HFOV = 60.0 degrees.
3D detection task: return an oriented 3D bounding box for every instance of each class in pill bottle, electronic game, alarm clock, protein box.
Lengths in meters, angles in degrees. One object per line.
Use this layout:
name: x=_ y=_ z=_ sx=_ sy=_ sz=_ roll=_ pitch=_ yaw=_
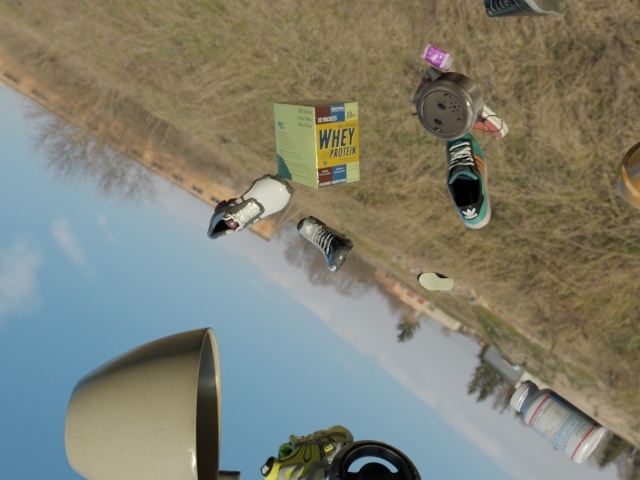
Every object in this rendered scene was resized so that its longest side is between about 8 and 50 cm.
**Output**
pill bottle: x=0.457 y=0.347 z=1.081 sx=0.160 sy=0.087 sz=0.087 roll=37 pitch=-177 yaw=39
electronic game: x=0.133 y=0.578 z=1.333 sx=0.229 sy=0.048 sz=0.229 roll=7 pitch=-148 yaw=-5
alarm clock: x=0.274 y=-0.261 z=1.114 sx=0.192 sy=0.064 sz=0.129 roll=25 pitch=138 yaw=19
protein box: x=-0.011 y=-0.260 z=1.449 sx=0.136 sy=0.201 sz=0.200 roll=-15 pitch=-158 yaw=-32

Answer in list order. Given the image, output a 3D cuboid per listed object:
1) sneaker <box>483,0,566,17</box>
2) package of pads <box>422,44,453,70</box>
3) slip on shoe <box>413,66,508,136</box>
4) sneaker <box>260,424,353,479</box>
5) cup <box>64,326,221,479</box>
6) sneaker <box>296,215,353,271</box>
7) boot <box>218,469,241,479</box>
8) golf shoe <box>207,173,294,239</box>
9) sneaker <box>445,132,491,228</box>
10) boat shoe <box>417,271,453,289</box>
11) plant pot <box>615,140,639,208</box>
sneaker: x=0.299 y=-0.390 z=0.871 sx=0.118 sy=0.083 sz=0.222 roll=8 pitch=-170 yaw=36
package of pads: x=0.233 y=-0.360 z=1.095 sx=0.050 sy=0.032 sz=0.083 roll=32 pitch=-160 yaw=10
slip on shoe: x=0.359 y=-0.331 z=1.410 sx=0.331 sy=0.101 sz=0.123 roll=14 pitch=-144 yaw=-39
sneaker: x=-0.026 y=0.582 z=1.524 sx=0.147 sy=0.145 sz=0.385 roll=42 pitch=-164 yaw=13
cup: x=-0.319 y=0.329 z=1.022 sx=0.237 sy=0.331 sz=0.331 roll=-1 pitch=-178 yaw=-2
sneaker: x=0.000 y=0.000 z=1.324 sx=0.132 sy=0.086 sz=0.228 roll=32 pitch=-175 yaw=-6
boot: x=-0.284 y=0.521 z=1.244 sx=0.209 sy=0.189 sz=0.076 roll=0 pitch=166 yaw=7
golf shoe: x=-0.182 y=-0.076 z=1.439 sx=0.105 sy=0.273 sz=0.120 roll=49 pitch=-143 yaw=-20
sneaker: x=0.397 y=-0.189 z=1.512 sx=0.121 sy=0.108 sz=0.302 roll=38 pitch=-139 yaw=-55
boat shoe: x=0.315 y=0.113 z=1.552 sx=0.133 sy=0.049 sz=0.042 roll=12 pitch=-174 yaw=-37
plant pot: x=0.901 y=-0.195 z=1.435 sx=0.205 sy=0.205 sz=0.188 roll=34 pitch=176 yaw=19
